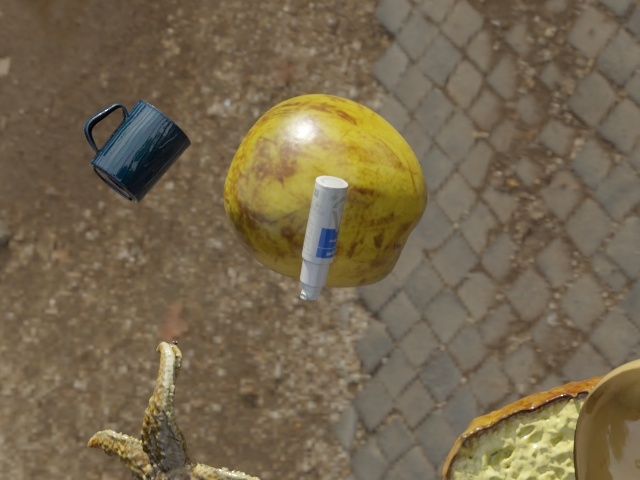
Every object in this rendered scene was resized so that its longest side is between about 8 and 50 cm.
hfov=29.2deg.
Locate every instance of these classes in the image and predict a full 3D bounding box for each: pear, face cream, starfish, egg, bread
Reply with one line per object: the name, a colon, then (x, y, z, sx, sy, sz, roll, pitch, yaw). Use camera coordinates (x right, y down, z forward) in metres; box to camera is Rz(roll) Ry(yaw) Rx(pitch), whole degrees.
pear: (0.010, -0.066, 1.683, 0.280, 0.280, 0.281, -10, 76, 45)
face cream: (0.000, 0.000, 1.253, 0.034, 0.034, 0.130, 34, 121, 43)
starfish: (-0.160, 0.275, 1.476, 0.375, 0.094, 0.327, 18, 131, 30)
egg: (0.302, 0.194, 0.964, 0.244, 0.201, 0.201, 49, 118, 40)
bread: (0.260, 0.220, 1.314, 0.260, 0.134, 0.129, -19, 92, 9)

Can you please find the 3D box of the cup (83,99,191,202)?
cup: (-0.319, -0.156, 2.064, 0.150, 0.113, 0.138, 37, 78, 6)
